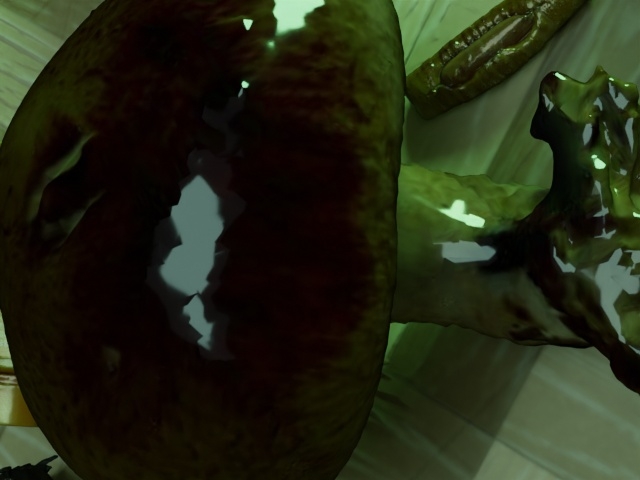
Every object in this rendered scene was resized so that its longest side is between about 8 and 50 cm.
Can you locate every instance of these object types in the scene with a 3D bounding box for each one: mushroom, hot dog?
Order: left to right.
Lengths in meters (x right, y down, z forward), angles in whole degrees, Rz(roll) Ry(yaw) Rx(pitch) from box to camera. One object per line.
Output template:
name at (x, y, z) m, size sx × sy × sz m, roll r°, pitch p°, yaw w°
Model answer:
mushroom at (-0.010, -0.019, 0.682) m, size 0.334 × 0.356 × 0.331 m, roll -24°, pitch 81°, yaw 65°
hot dog at (0.109, -0.122, 0.718) m, size 0.137 × 0.028 × 0.044 m, roll -34°, pitch 79°, yaw 19°

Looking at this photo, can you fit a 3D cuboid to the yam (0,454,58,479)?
yam at (-0.172, 0.278, 0.777) m, size 0.131 × 0.131 × 0.279 m, roll -45°, pitch 69°, yaw 17°

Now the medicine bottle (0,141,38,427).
medicine bottle at (-0.199, 0.031, 0.822) m, size 0.096 × 0.096 × 0.191 m, roll 3°, pitch 88°, yaw 27°
